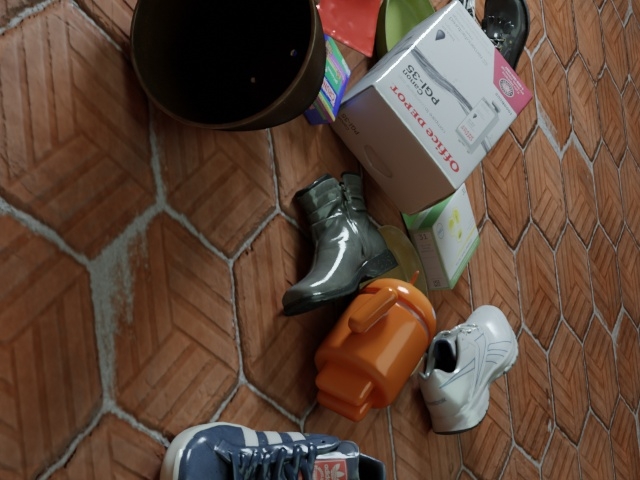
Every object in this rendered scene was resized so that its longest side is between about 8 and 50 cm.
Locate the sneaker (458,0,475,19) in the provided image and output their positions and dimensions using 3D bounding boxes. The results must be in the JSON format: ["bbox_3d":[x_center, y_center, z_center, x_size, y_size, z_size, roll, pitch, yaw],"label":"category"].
[{"bbox_3d":[0.280,-0.431,2.157,0.044,0.040,0.109,41,51,-57],"label":"sneaker"}]

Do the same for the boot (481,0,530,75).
[{"bbox_3d":[0.305,-0.339,2.098,0.229,0.091,0.262,-31,127,-57],"label":"boot"}]

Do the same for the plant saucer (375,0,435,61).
[{"bbox_3d":[0.150,-0.314,1.902,0.241,0.037,0.240,21,65,-57],"label":"plant saucer"}]

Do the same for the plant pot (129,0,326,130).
[{"bbox_3d":[-0.079,-0.216,1.339,0.230,0.216,0.215,22,64,-74],"label":"plant pot"}]

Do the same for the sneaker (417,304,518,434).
[{"bbox_3d":[0.247,0.190,1.893,0.129,0.111,0.297,63,33,-21],"label":"sneaker"}]

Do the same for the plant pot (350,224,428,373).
[{"bbox_3d":[0.103,0.095,1.732,0.236,0.032,0.236,23,63,-57],"label":"plant pot"}]

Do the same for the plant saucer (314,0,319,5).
[{"bbox_3d":[0.000,-0.428,1.650,0.200,0.037,0.199,8,80,-55],"label":"plant saucer"}]

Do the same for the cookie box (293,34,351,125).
[{"bbox_3d":[-0.003,-0.233,1.612,0.092,0.040,0.107,56,39,-39],"label":"cookie box"}]

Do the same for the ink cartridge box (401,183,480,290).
[{"bbox_3d":[0.193,-0.057,1.905,0.171,0.056,0.235,-50,128,-52],"label":"ink cartridge box"}]

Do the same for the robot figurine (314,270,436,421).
[{"bbox_3d":[0.077,0.140,1.549,0.158,0.128,0.219,53,55,-24],"label":"robot figurine"}]

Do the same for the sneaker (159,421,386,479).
[{"bbox_3d":[-0.040,0.275,1.320,0.350,0.148,0.131,13,73,-59],"label":"sneaker"}]

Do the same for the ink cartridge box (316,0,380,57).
[{"bbox_3d":[-0.002,-0.475,1.488,0.308,0.091,0.384,25,61,-25],"label":"ink cartridge box"}]

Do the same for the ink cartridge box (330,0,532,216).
[{"bbox_3d":[0.172,-0.203,1.726,0.207,0.117,0.283,50,49,-10],"label":"ink cartridge box"}]

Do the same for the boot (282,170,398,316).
[{"bbox_3d":[0.000,0.000,1.547,0.246,0.083,0.161,-27,92,-53],"label":"boot"}]
